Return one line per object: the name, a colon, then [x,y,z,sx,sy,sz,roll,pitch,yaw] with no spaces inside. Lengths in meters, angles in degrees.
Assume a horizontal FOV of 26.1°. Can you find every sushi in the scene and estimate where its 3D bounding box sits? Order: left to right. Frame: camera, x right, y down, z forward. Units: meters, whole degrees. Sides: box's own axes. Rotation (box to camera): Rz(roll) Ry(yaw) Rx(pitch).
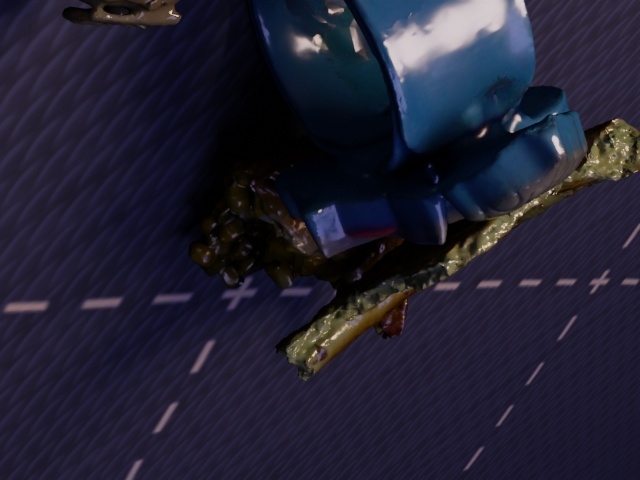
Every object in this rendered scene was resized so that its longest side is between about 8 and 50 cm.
sushi: [-0.003,-0.002,1.342,0.179,0.167,0.296,-57,159,-3]

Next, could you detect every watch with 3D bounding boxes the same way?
watch: [0.067,-0.145,1.085,0.241,0.305,0.274,-28,107,-21]

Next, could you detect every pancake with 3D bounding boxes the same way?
pancake: [0.120,0.009,1.185,0.376,0.054,0.197,-35,-176,20]

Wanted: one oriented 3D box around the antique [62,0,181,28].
antique: [-0.110,-0.276,0.920,0.150,0.125,0.284,-2,131,-45]
